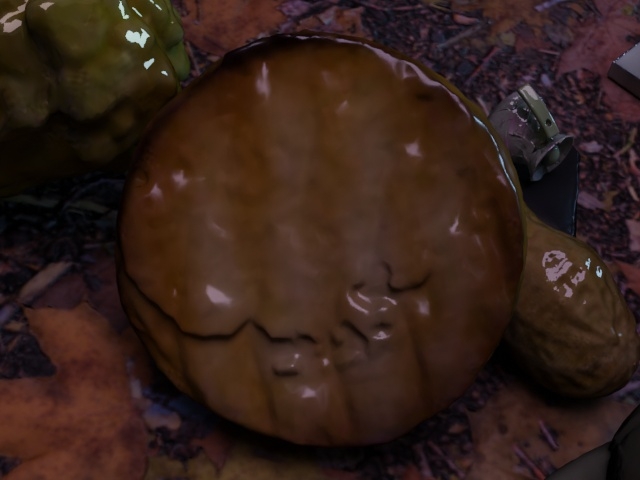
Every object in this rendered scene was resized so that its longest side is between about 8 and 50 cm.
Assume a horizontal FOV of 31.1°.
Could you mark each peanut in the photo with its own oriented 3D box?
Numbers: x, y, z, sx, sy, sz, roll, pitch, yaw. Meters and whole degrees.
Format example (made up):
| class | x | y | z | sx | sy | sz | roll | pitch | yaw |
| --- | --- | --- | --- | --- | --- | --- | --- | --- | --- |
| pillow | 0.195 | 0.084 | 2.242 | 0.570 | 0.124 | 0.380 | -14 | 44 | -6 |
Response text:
| class | x | y | z | sx | sy | sz | roll | pitch | yaw |
| --- | --- | --- | --- | --- | --- | --- | --- | --- | --- |
| peanut | 0.159 | 0.025 | 0.888 | 0.226 | 0.108 | 0.095 | 47 | 51 | 12 |

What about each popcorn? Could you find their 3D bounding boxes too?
| class | x | y | z | sx | sy | sz | roll | pitch | yaw |
| --- | --- | --- | --- | --- | --- | --- | --- | --- | --- |
| popcorn | -0.244 | -0.138 | 0.878 | 0.286 | 0.252 | 0.215 | -16 | 40 | 19 |

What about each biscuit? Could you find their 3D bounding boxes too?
| class | x | y | z | sx | sy | sz | roll | pitch | yaw |
| --- | --- | --- | --- | --- | --- | --- | --- | --- | --- |
| biscuit | 0.000 | 0.000 | 0.827 | 0.296 | 0.102 | 0.296 | 1 | 94 | 7 |

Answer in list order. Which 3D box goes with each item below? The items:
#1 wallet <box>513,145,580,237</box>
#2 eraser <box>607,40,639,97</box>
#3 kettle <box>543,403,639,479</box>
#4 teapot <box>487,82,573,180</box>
| class | x | y | z | sx | sy | sz | roll | pitch | yaw |
| --- | --- | --- | --- | --- | --- | --- | --- | --- | --- |
| wallet | 0.103 | -0.058 | 0.999 | 0.250 | 0.044 | 0.149 | 14 | 49 | 3 |
| eraser | 0.367 | -0.174 | 1.136 | 0.150 | 0.023 | 0.104 | -36 | 65 | -30 |
| kettle | 0.251 | 0.246 | 0.708 | 0.321 | 0.228 | 0.324 | -27 | 50 | 11 |
| teapot | 0.176 | -0.091 | 0.963 | 0.064 | 0.083 | 0.064 | -36 | 67 | -20 |
